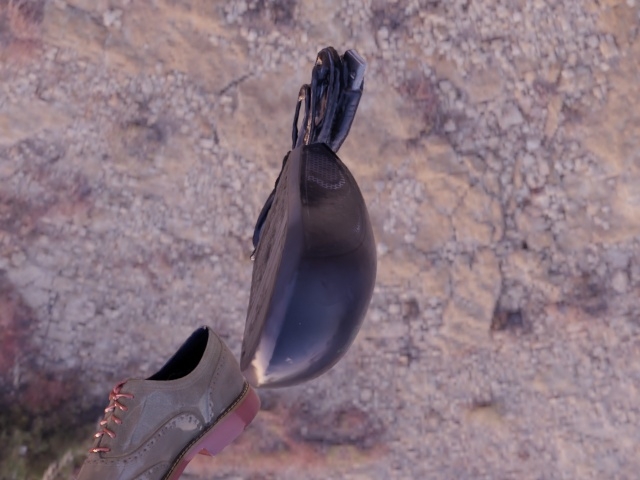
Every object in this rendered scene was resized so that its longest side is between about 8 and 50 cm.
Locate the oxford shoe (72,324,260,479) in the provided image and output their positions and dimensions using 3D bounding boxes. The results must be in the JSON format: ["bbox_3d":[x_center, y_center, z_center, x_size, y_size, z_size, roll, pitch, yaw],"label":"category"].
[{"bbox_3d":[-0.214,0.220,1.216,0.123,0.348,0.130,-7,114,41],"label":"oxford shoe"}]

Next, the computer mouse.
[{"bbox_3d":[0.000,0.000,0.772,0.072,0.272,0.188,17,122,-9],"label":"computer mouse"}]
